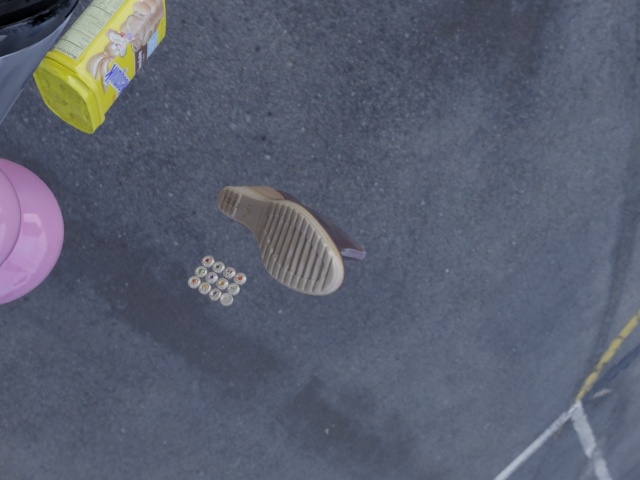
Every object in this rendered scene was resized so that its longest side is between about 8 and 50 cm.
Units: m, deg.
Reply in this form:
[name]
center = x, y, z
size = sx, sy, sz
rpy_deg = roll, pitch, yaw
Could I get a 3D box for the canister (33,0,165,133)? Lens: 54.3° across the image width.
[canister]
center = -0.262, -0.231, 0.762
size = 0.170, 0.073, 0.126
rpy_deg = -61, -176, -20

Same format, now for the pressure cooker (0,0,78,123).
[pressure cooker]
center = -0.349, -0.221, 0.407
size = 0.375, 0.370, 0.420
rpy_deg = 26, 138, -34

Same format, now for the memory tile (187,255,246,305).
[memory tile]
center = -0.298, 0.115, 1.794
size = 0.113, 0.148, 0.012
rpy_deg = -58, 168, -24

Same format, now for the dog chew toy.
[dog chew toy]
center = -0.454, -0.025, 0.767
size = 0.206, 0.207, 0.332
rpy_deg = -36, 175, -8

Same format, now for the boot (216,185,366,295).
[boot]
center = 0.000, 0.000, 0.823
size = 0.206, 0.248, 0.090
rpy_deg = 14, 108, -46
